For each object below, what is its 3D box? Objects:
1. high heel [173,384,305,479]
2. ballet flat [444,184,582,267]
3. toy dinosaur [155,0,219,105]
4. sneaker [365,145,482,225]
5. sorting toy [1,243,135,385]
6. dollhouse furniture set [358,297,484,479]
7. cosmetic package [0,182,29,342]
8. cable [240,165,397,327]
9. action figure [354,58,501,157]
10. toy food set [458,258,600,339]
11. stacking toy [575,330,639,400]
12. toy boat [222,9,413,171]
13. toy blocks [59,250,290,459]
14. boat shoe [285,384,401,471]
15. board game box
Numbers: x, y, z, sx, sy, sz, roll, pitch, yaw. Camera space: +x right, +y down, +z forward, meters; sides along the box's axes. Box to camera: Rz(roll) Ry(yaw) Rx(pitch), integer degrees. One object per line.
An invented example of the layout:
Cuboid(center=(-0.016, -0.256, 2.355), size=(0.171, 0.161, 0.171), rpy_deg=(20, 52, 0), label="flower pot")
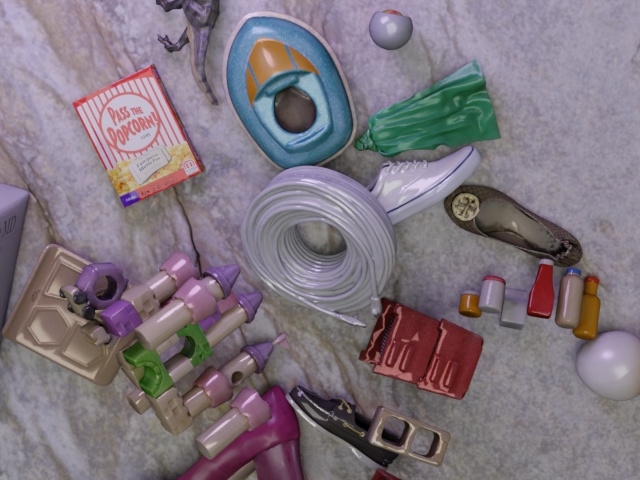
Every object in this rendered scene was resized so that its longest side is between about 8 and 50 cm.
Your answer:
Cuboid(center=(-0.209, 0.387, 1.830), size=(0.377, 0.127, 0.181), rpy_deg=(-16, 73, 9), label="high heel")
Cuboid(center=(0.324, -0.021, 1.729), size=(0.249, 0.058, 0.084), rpy_deg=(26, 101, -4), label="ballet flat")
Cuboid(center=(-0.207, -0.352, 1.656), size=(0.118, 0.064, 0.268), rpy_deg=(5, 90, 25), label="toy dinosaur")
Cuboid(center=(0.139, -0.093, 1.700), size=(0.258, 0.094, 0.091), rpy_deg=(-32, 104, 8), label="sneaker")
Cuboid(center=(-0.417, 0.128, 1.795), size=(0.208, 0.038, 0.193), rpy_deg=(28, 101, -9), label="sorting toy")
Cuboid(center=(0.118, 0.293, 1.684), size=(0.152, 0.201, 0.374), rpy_deg=(21, 85, -4), label="dollhouse furniture set")
Cuboid(center=(-0.698, 0.095, 1.642), size=(0.327, 0.329, 0.394), rpy_deg=(14, 103, -1), label="cosmetic package")
Cuboid(center=(0.000, 0.000, 1.679), size=(0.257, 0.089, 0.257), rpy_deg=(17, 129, 11), label="cable")
Cuboid(center=(0.164, -0.195, 1.694), size=(0.232, 0.063, 0.137), rpy_deg=(-19, 103, 1), label="action figure")
Cuboid(center=(0.354, 0.087, 1.735), size=(0.232, 0.111, 0.105), rpy_deg=(10, 71, 10), label="toy food set")
Cuboid(center=(0.659, 0.219, 1.682), size=(0.479, 0.350, 0.351), rpy_deg=(6, 103, 16), label="stacking toy")
Cuboid(center=(0.000, -0.271, 1.638), size=(0.318, 0.148, 0.268), rpy_deg=(-31, 99, 8), label="toy boat")
Cuboid(center=(-0.205, 0.141, 1.707), size=(0.260, 0.309, 0.289), rpy_deg=(-38, 121, -26), label="toy blocks")
Cuboid(center=(0.043, 0.313, 1.801), size=(0.227, 0.081, 0.069), rpy_deg=(37, 98, -13), label="boat shoe")
Cuboid(center=(-0.300, -0.173, 1.719), size=(0.146, 0.045, 0.194), rpy_deg=(-25, 100, 6), label="board game box")
